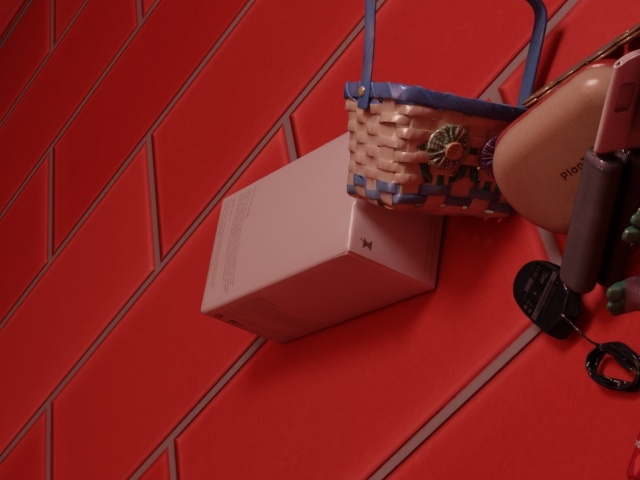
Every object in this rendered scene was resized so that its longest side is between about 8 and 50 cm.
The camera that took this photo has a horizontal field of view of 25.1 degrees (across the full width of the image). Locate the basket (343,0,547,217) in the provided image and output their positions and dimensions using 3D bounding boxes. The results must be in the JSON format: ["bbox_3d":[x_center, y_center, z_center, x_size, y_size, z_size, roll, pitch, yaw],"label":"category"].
[{"bbox_3d":[0.158,-0.175,1.767,0.201,0.255,0.288,7,93,63],"label":"basket"}]

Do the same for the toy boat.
[{"bbox_3d":[0.304,-0.116,1.614,0.231,0.151,0.151,-39,8,39],"label":"toy boat"}]

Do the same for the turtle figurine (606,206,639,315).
[{"bbox_3d":[0.379,0.062,1.339,0.234,0.118,0.175,32,101,47],"label":"turtle figurine"}]

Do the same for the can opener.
[{"bbox_3d":[0.318,-0.061,1.475,0.095,0.076,0.283,44,137,47],"label":"can opener"}]

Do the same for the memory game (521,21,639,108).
[{"bbox_3d":[0.311,-0.206,1.657,0.186,0.012,0.186,-35,1,1],"label":"memory game"}]

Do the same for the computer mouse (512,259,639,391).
[{"bbox_3d":[0.286,0.093,1.564,0.071,0.041,0.242,-65,34,19],"label":"computer mouse"}]

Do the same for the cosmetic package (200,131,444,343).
[{"bbox_3d":[0.000,0.000,1.984,0.366,0.155,0.196,-21,51,51],"label":"cosmetic package"}]

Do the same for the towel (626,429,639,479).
[{"bbox_3d":[0.395,0.115,1.223,0.199,0.031,0.274,19,91,20],"label":"towel"}]
